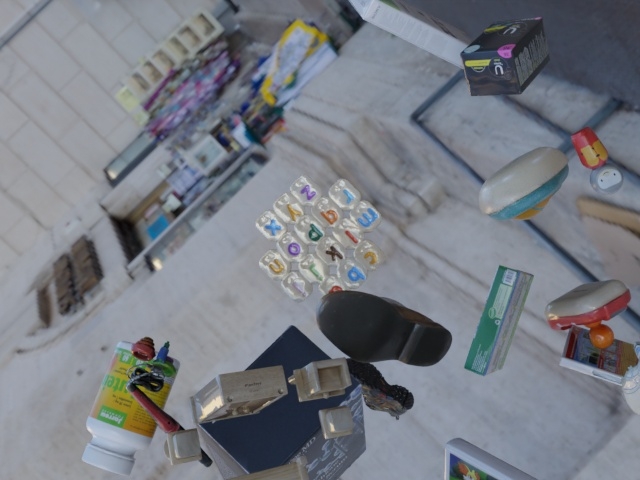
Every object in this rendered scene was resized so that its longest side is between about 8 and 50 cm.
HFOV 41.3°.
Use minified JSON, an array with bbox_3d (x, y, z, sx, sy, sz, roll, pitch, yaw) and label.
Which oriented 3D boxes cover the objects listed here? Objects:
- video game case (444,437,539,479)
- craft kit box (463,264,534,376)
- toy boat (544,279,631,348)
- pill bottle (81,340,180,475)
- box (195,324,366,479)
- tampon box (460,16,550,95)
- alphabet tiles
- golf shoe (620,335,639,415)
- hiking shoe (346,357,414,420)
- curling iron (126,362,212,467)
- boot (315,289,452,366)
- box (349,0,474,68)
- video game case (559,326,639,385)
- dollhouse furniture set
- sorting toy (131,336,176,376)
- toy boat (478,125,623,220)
[{"bbox_3d":[0.297,0.468,1.167,0.329,0.036,0.300,20,118,49],"label":"video game case"},{"bbox_3d":[0.421,0.185,1.988,0.061,0.250,0.246,20,-178,24],"label":"craft kit box"},{"bbox_3d":[0.646,0.187,2.023,0.151,0.151,0.231,64,161,0],"label":"toy boat"},{"bbox_3d":[-0.388,0.338,1.715,0.136,0.246,0.136,18,166,5],"label":"pill bottle"},{"bbox_3d":[-0.074,0.427,1.869,0.212,0.293,0.395,38,157,26],"label":"box"},{"bbox_3d":[0.388,-0.383,1.774,0.120,0.161,0.101,4,127,39],"label":"tampon box"},{"bbox_3d":[0.000,0.000,1.958,0.278,0.284,0.021,45,180,-1],"label":"alphabet tiles"},{"bbox_3d":[0.501,0.216,1.275,0.086,0.069,0.176,-98,1,-53],"label":"golf shoe"},{"bbox_3d":[0.137,0.413,2.320,0.227,0.114,0.086,35,-140,4],"label":"hiking shoe"},{"bbox_3d":[-0.260,0.320,1.513,0.274,0.068,0.035,64,175,-31],"label":"curling iron"},{"bbox_3d":[0.088,0.138,1.451,0.305,0.112,0.115,22,-167,-42],"label":"boot"},{"bbox_3d":[0.224,-0.497,1.972,0.322,0.058,0.232,23,-157,-19],"label":"box"},{"bbox_3d":[0.724,0.292,2.024,0.285,0.025,0.204,18,-156,16],"label":"video game case"},{"bbox_3d":[-0.081,0.386,1.299,0.174,0.303,0.355,136,124,-60],"label":"dollhouse furniture set"},{"bbox_3d":[-0.305,0.212,1.594,0.061,0.042,0.102,-22,127,42],"label":"sorting toy"},{"bbox_3d":[0.500,-0.126,1.862,0.318,0.267,0.148,-26,95,50],"label":"toy boat"}]
